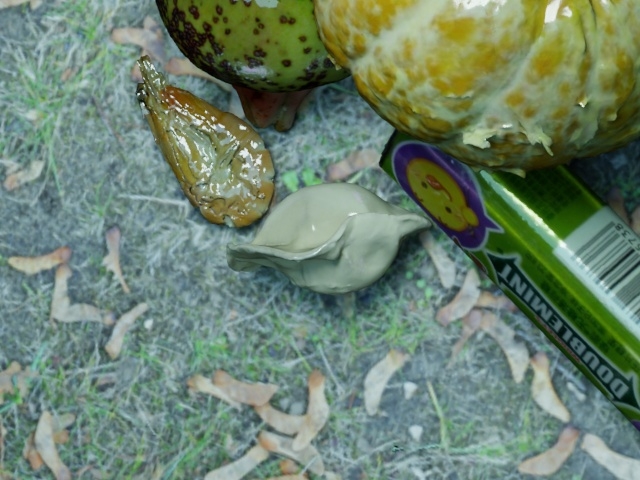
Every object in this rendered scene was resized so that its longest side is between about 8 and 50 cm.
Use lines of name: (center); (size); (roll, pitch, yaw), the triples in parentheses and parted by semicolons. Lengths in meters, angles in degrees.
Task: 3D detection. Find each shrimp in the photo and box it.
shrimp: (-0.110, -0.093, 1.792); (0.091, 0.043, 0.184); (-42, 84, 15)

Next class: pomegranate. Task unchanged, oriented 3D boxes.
pomegranate: (-0.040, -0.197, 1.703); (0.214, 0.214, 0.248); (20, 136, 17)

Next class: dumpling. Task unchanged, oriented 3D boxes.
dumpling: (0.002, -0.001, 1.706); (0.169, 0.134, 0.100); (13, 98, 19)

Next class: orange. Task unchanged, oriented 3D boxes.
orange: (0.155, -0.216, 1.514); (0.329, 0.249, 0.329); (0, 89, -15)

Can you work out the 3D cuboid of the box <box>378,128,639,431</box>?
box: (0.201, 0.018, 1.644); (0.097, 0.134, 0.345); (-39, 78, -26)
